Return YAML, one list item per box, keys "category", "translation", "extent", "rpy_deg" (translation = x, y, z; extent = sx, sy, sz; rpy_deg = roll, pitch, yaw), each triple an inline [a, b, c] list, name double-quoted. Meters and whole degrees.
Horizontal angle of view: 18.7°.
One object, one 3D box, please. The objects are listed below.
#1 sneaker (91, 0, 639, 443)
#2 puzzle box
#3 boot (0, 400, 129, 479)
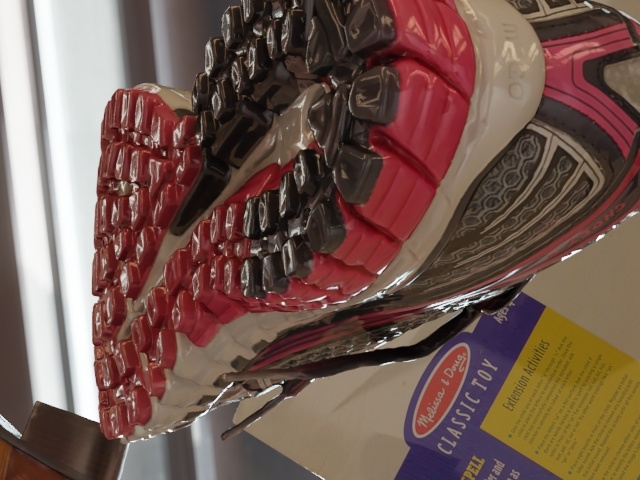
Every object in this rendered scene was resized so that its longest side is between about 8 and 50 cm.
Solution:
- category: "sneaker"
  translation: [0.000, 0.000, 0.614]
  extent: [0.112, 0.121, 0.299]
  rpy_deg: [3, 168, -24]
- category: "puzzle box"
  translation: [0.146, -0.001, 1.050]
  extent: [0.272, 0.409, 0.052]
  rpy_deg: [31, -157, 12]
- category: "boot"
  translation: [-0.298, 0.235, 1.408]
  extent: [0.264, 0.280, 0.096]
  rpy_deg: [19, 170, 6]
